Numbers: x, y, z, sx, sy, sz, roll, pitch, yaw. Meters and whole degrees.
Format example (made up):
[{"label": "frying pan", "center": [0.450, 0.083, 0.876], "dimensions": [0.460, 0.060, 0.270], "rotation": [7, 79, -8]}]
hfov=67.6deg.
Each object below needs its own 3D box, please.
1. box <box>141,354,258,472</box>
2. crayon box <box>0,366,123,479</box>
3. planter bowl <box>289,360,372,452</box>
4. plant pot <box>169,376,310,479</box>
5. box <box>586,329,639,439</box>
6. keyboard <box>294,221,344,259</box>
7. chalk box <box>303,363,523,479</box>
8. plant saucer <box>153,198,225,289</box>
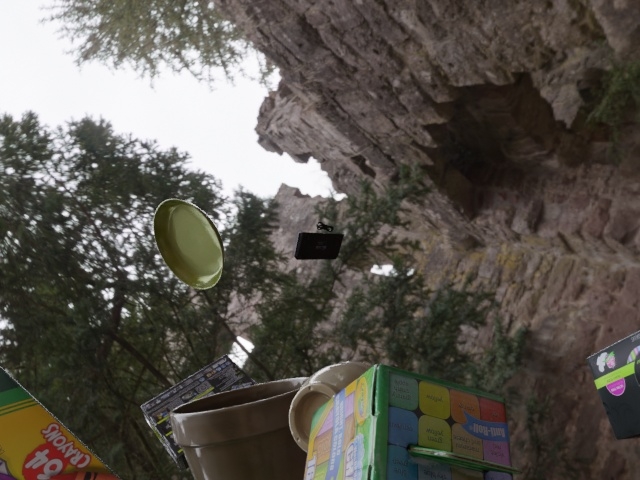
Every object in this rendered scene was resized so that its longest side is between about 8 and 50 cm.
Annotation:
[{"label": "box", "center": [-0.302, 0.442, 1.266], "dimensions": [0.270, 0.216, 0.060], "rotation": [-28, -52, -33]}, {"label": "crayon box", "center": [-0.412, 0.369, 0.554], "dimensions": [0.313, 0.362, 0.106], "rotation": [-42, -28, -41]}, {"label": "planter bowl", "center": [0.021, 0.263, 0.714], "dimensions": [0.109, 0.162, 0.162], "rotation": [23, -97, -54]}, {"label": "plant pot", "center": [-0.135, 0.466, 1.017], "dimensions": [0.323, 0.323, 0.281], "rotation": [-6, -102, -36]}, {"label": "box", "center": [0.238, 0.096, 0.326], "dimensions": [0.052, 0.083, 0.062], "rotation": [1, -123, -10]}, {"label": "keyboard", "center": [0.000, 0.000, 1.333], "dimensions": [0.180, 0.023, 0.108], "rotation": [1, -72, -50]}, {"label": "chalk box", "center": [0.079, 0.199, 0.419], "dimensions": [0.132, 0.213, 0.132], "rotation": [19, -129, -12]}, {"label": "plant saucer", "center": [-0.320, 0.006, 1.191], "dimensions": [0.037, 0.240, 0.241], "rotation": [-34, -63, -49]}]
